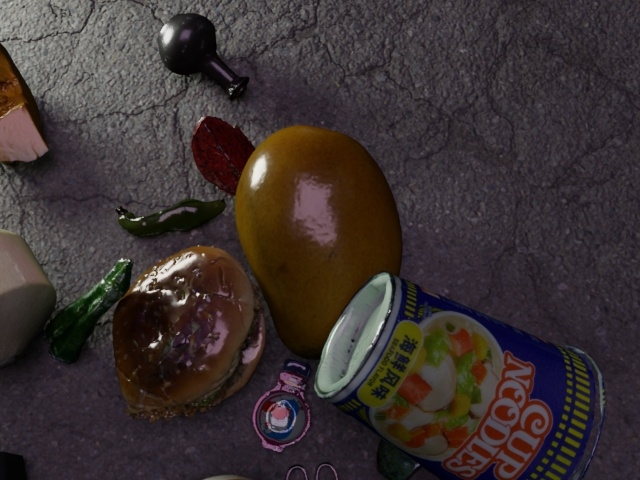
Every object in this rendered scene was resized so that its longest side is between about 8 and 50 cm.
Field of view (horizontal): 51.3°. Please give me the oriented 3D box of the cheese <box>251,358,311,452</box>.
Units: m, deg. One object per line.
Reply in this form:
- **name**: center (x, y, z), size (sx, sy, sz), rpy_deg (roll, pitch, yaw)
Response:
- **cheese**: center (-0.056, 0.263, 1.068), size (0.095, 0.038, 0.145), rpy_deg (15, 72, 4)

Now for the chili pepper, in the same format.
- **chili pepper**: center (-0.356, 0.098, 1.046), size (0.227, 0.059, 0.088), rpy_deg (-44, 61, 26)

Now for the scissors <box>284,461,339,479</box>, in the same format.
- **scissors**: center (-0.009, 0.432, 1.017), size (0.086, 0.022, 0.176), rpy_deg (-4, 68, -3)

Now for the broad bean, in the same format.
- **broad bean**: center (-0.264, -0.039, 1.171), size (0.196, 0.046, 0.061), rpy_deg (-4, 73, 0)

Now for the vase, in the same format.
- **vase**: center (-0.214, -0.337, 1.249), size (0.183, 0.120, 0.120), rpy_deg (42, 75, -3)

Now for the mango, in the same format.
- **mango**: center (0.000, 0.000, 1.075), size (0.264, 0.221, 0.377), rpy_deg (-6, 81, -8)

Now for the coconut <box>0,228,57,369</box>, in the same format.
- **coconut**: center (-0.531, 0.097, 1.030), size (0.241, 0.241, 0.241), rpy_deg (0, 70, -1)

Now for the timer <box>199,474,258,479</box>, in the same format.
- **timer**: center (-0.147, 0.456, 0.941), size (0.234, 0.240, 0.233), rpy_deg (16, 57, -26)

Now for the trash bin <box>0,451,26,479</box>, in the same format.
- **trash bin**: center (-0.510, 0.440, 0.966), size (0.165, 0.115, 0.225), rpy_deg (-13, 67, -4)

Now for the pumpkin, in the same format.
- **pumpkin**: center (-0.586, -0.241, 1.207), size (0.131, 0.126, 0.247), rpy_deg (-20, 91, -16)

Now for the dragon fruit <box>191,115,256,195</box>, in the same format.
- **dragon fruit**: center (-0.166, -0.146, 1.197), size (0.162, 0.083, 0.106), rpy_deg (51, 32, -9)

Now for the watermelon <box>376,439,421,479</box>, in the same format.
- **watermelon**: center (0.135, 0.331, 1.032), size (0.072, 0.092, 0.084), rpy_deg (9, 75, -39)

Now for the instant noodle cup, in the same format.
- **instant noodle cup**: center (0.171, 0.198, 0.921), size (0.312, 0.284, 0.284), rpy_deg (30, 72, -11)

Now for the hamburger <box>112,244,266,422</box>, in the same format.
- **hamburger**: center (-0.214, 0.144, 1.045), size (0.243, 0.146, 0.286), rpy_deg (24, 83, 27)
